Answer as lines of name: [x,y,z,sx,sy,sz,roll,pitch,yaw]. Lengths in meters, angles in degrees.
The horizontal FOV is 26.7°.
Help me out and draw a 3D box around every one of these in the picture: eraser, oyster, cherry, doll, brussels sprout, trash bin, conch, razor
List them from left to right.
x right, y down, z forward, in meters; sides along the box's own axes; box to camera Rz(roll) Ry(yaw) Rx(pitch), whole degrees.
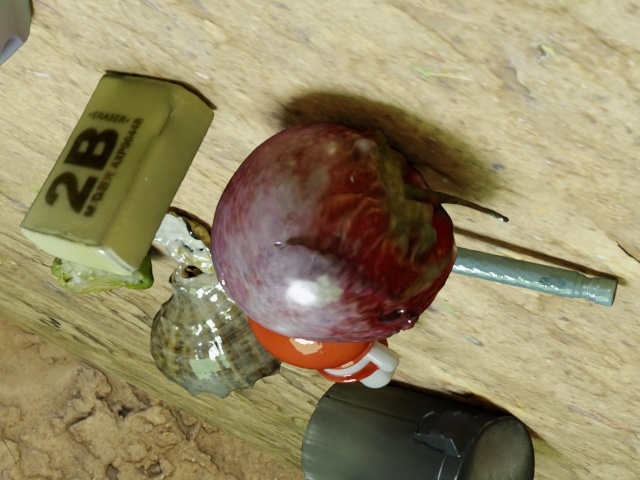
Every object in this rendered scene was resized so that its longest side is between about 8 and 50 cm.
brussels sprout: [-0.295,0.028,1.847,0.139,0.100,0.181,12,163,6]
eraser: [-0.181,-0.062,1.199,0.117,0.172,0.058,13,160,37]
oyster: [-0.151,0.008,1.642,0.146,0.045,0.121,29,169,10]
conch: [-0.144,0.137,1.862,0.210,0.159,0.291,20,163,16]
doll: [-0.008,0.080,1.523,0.161,0.130,0.290,15,158,38]
cherry: [0.000,0.000,1.130,0.192,0.175,0.250,22,161,-33]
trash bin: [0.139,0.324,2.010,0.301,0.203,0.252,11,142,42]
razor: [0.154,0.023,1.232,0.232,0.068,0.106,12,163,17]

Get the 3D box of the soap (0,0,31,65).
soap: [-0.364,-0.188,1.151,0.208,0.115,0.347,29,164,-21]
